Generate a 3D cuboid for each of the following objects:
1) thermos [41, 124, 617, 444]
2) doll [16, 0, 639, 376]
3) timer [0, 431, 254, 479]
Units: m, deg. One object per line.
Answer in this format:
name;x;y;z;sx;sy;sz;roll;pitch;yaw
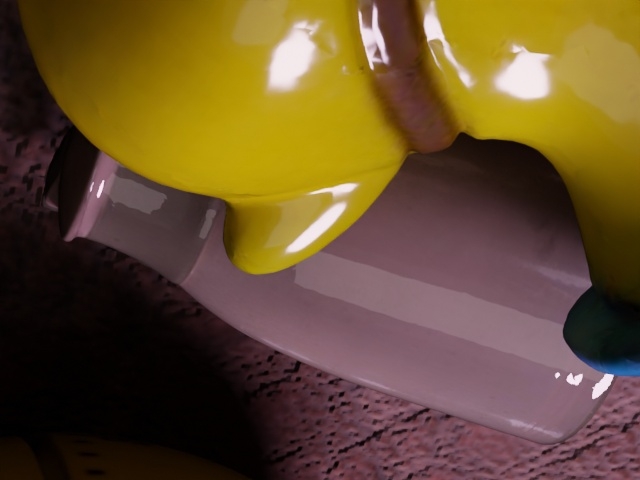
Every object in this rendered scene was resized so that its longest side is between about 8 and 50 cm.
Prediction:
thermos;0.000;0.000;0.669;0.193;0.105;0.137;16;162;-12
doll;0.035;-0.071;0.545;0.363;0.145;0.199;27;103;-9
timer;-0.144;0.242;0.711;0.387;0.376;0.376;-4;134;-13
